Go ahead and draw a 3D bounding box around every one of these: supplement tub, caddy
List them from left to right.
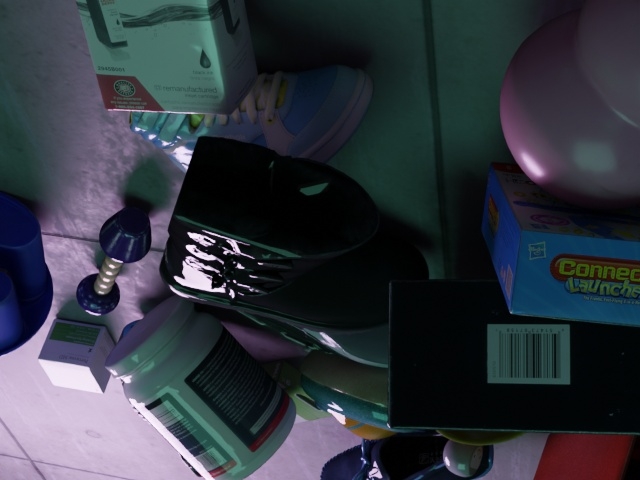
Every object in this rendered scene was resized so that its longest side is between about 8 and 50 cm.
[{"bbox_3d":[-0.569,0.044,1.923,0.341,0.241,0.179,17,144,0],"label":"caddy"},{"bbox_3d":[-0.188,0.237,2.041,0.272,0.191,0.191,49,140,-13],"label":"supplement tub"}]

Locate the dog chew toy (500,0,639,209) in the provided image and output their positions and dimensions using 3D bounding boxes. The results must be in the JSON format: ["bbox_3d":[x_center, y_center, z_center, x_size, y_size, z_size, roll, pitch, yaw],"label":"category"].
[{"bbox_3d":[0.315,-0.173,1.215,0.206,0.206,0.332,25,140,-13],"label":"dog chew toy"}]

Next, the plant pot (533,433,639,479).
[{"bbox_3d":[0.473,0.420,2.029,0.267,0.267,0.236,34,156,-26],"label":"plant pot"}]

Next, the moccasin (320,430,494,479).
[{"bbox_3d":[0.130,0.370,2.228,0.342,0.137,0.117,-23,146,30],"label":"moccasin"}]

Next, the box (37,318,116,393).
[{"bbox_3d":[-0.420,0.201,2.244,0.101,0.087,0.102,8,148,14],"label":"box"}]

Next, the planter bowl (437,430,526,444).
[{"bbox_3d":[0.241,0.185,1.870,0.217,0.090,0.217,-5,123,-8],"label":"planter bowl"}]

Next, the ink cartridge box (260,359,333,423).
[{"bbox_3d":[-0.066,0.261,2.196,0.209,0.062,0.109,-18,133,43],"label":"ink cartridge box"}]

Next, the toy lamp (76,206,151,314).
[{"bbox_3d":[-0.307,0.029,1.933,0.080,0.080,0.274,23,151,-10],"label":"toy lamp"}]

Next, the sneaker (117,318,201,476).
[{"bbox_3d":[-0.266,0.265,2.232,0.139,0.125,0.341,42,160,57],"label":"sneaker"}]

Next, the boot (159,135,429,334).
[{"bbox_3d":[-0.002,0.000,1.522,0.367,0.146,0.445,2,165,-10],"label":"boot"}]

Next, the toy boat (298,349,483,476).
[{"bbox_3d":[0.127,0.262,1.980,0.318,0.148,0.267,18,178,-21],"label":"toy boat"}]

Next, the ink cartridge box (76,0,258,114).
[{"bbox_3d":[-0.166,-0.247,1.354,0.158,0.092,0.218,4,126,19],"label":"ink cartridge box"}]

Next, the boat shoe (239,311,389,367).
[{"bbox_3d":[-0.006,0.113,1.889,0.306,0.113,0.105,18,155,3],"label":"boat shoe"}]

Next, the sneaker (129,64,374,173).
[{"bbox_3d":[-0.105,-0.160,1.491,0.208,0.127,0.319,35,143,-30],"label":"sneaker"}]

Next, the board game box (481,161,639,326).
[{"bbox_3d":[0.335,0.004,1.350,0.302,0.308,0.086,5,106,0],"label":"board game box"}]

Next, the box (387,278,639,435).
[{"bbox_3d":[0.284,0.142,1.586,0.343,0.179,0.312,-1,175,18],"label":"box"}]
